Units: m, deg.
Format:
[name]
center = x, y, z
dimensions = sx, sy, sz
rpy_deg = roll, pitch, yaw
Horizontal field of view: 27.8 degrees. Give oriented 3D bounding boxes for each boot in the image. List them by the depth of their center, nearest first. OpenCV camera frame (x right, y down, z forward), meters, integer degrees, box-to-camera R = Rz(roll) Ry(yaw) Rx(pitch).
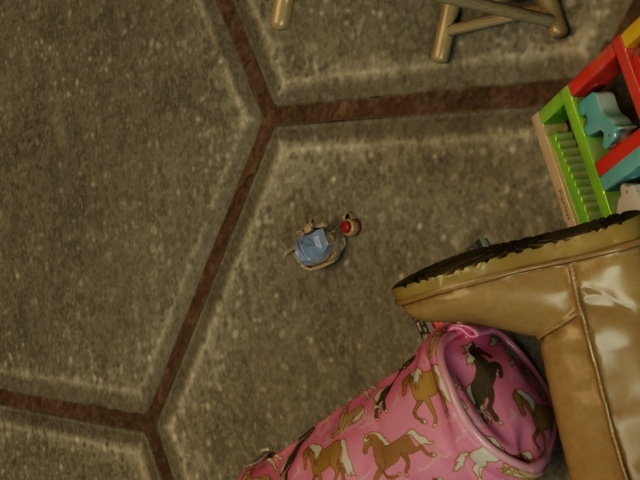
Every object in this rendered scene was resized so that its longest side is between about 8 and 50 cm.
[boot]
center = 0.203, 0.131, 1.095
dimensions = 0.236, 0.089, 0.269
rpy_deg = -15, 95, 22

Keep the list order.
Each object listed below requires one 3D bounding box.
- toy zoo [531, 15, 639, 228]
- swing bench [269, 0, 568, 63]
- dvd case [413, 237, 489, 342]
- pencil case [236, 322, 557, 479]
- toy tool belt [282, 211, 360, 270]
[toy zoo]
center = 0.285, -0.084, 1.077
dimensions = 0.293, 0.030, 0.192
rpy_deg = 132, 126, -60
[swing bench]
center = 0.089, -0.316, 1.204
dimensions = 0.165, 0.253, 0.254
rpy_deg = -5, 85, 45
[dvd case]
center = 0.142, 0.065, 1.304
dimensions = 0.119, 0.013, 0.087
rpy_deg = -44, 59, 36
[pencil case]
center = 0.060, 0.228, 1.281
dimensions = 0.386, 0.167, 0.160
rpy_deg = -40, 18, 37
[toy tool belt]
center = 0.000, 0.000, 1.424
dimensions = 0.083, 0.051, 0.052
rpy_deg = -35, 64, 39
